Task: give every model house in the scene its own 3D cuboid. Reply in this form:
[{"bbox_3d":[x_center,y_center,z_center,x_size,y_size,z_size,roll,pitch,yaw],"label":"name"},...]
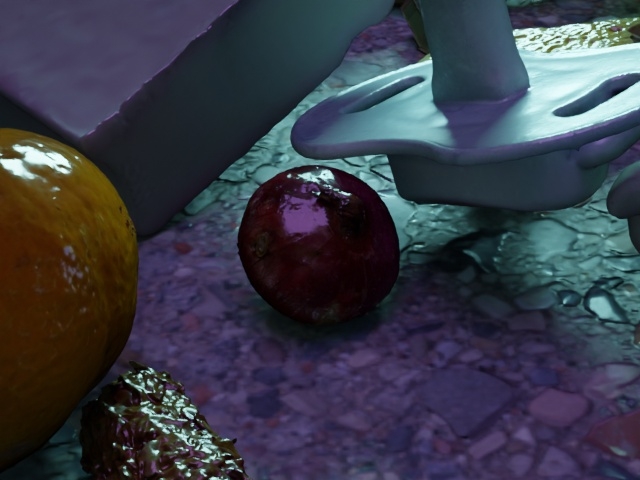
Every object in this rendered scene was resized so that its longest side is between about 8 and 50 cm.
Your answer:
[{"bbox_3d":[0.120,-0.195,1.180,0.083,0.057,0.058,-21,78,-29],"label":"model house"}]

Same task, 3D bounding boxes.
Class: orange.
[{"bbox_3d":[-0.194,0.040,0.732,0.224,0.170,0.224,-29,7,4],"label":"orange"}]

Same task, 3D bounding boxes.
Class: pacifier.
[{"bbox_3d":[0.107,-0.136,0.896,0.238,0.225,0.287,-31,27,-32],"label":"pacifier"}]

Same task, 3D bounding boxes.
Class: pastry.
[{"bbox_3d":[-0.074,0.124,0.722,0.087,0.063,0.169,-20,38,-28],"label":"pastry"}]

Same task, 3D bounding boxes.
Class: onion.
[{"bbox_3d":[0.000,0.000,0.872,0.107,0.097,0.107,8,58,-13],"label":"onion"}]

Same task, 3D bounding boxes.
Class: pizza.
[{"bbox_3d":[0.181,-0.125,1.093,0.262,0.034,0.181,-22,39,-22],"label":"pizza"}]

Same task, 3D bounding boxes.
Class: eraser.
[{"bbox_3d":[-0.163,-0.191,1.068,0.272,0.122,0.359,-46,49,-16],"label":"eraser"}]

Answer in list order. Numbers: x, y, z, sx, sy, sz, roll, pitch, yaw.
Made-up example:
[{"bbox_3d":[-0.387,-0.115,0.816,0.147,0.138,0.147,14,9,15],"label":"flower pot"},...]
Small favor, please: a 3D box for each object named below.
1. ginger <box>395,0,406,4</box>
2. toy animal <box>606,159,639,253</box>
[{"bbox_3d":[0.187,-0.261,1.255,0.299,0.065,0.118,-14,1,-11],"label":"ginger"},{"bbox_3d":[0.283,-0.008,0.822,0.208,0.154,0.325,22,36,20],"label":"toy animal"}]
